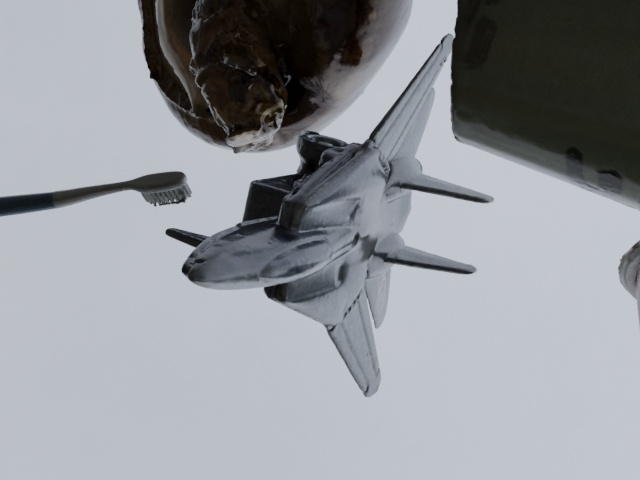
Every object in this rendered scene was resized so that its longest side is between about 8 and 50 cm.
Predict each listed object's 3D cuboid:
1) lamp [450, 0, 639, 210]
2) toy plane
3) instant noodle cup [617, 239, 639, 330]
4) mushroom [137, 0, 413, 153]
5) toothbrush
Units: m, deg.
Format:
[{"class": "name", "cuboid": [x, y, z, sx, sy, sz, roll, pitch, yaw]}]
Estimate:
[{"class": "lamp", "cuboid": [0.150, -0.054, 0.504, 0.215, 0.121, 0.121, 9, -97, 11]}, {"class": "toy plane", "cuboid": [-0.010, -0.003, 0.860, 0.088, 0.267, 0.212, 19, -74, 29]}, {"class": "instant noodle cup", "cuboid": [0.291, 0.118, 0.954, 0.243, 0.243, 0.231, -9, -114, 28]}, {"class": "mushroom", "cuboid": [-0.037, -0.197, 1.333, 0.297, 0.163, 0.278, -38, -126, 50]}, {"class": "toothbrush", "cuboid": [-0.229, -0.029, 1.359, 0.276, 0.025, 0.019, -6, -134, 20]}]
